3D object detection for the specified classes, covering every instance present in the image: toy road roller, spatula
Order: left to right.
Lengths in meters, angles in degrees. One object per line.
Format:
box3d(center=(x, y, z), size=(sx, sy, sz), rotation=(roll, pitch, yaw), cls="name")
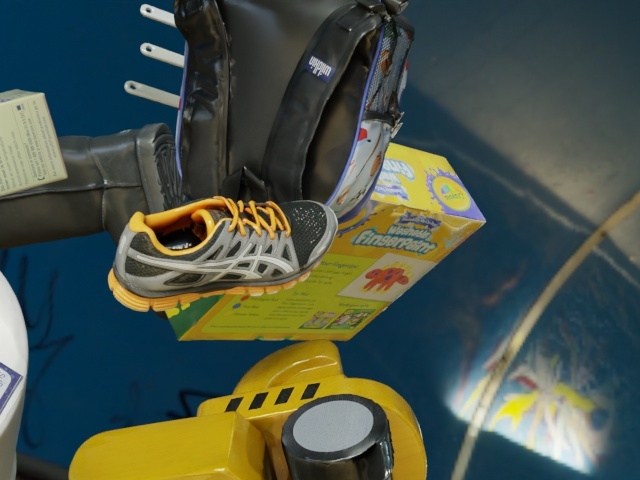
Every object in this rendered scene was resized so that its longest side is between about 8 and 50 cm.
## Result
box3d(center=(-0.124, -0.210, 1.246), size=(0.242, 0.168, 0.019), rotation=(16, -28, -19), cls="spatula")
box3d(center=(-0.063, 0.227, 0.936), size=(0.330, 0.240, 0.202), rotation=(-11, -64, 3), cls="toy road roller")

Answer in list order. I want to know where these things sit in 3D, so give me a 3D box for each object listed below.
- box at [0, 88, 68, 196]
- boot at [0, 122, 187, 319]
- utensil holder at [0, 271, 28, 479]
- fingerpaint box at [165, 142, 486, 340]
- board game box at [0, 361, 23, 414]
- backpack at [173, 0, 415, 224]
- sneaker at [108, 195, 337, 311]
box3d(center=(-0.489, -0.115, 1.293), size=(0.243, 0.117, 0.213), rotation=(-18, 17, -23), cls="box")
box3d(center=(-0.465, -0.015, 1.788), size=(0.445, 0.366, 0.146), rotation=(-6, 8, 14), cls="boot")
box3d(center=(-0.469, 0.184, 0.989), size=(0.328, 0.327, 0.385), rotation=(15, -34, -13), cls="utensil holder")
box3d(center=(0.000, 0.000, 1.613), size=(0.371, 0.163, 0.445), rotation=(-44, -29, 28), cls="fingerpaint box")
box3d(center=(-0.287, 0.122, 0.606), size=(0.136, 0.201, 0.035), rotation=(37, -61, -14), cls="board game box")
box3d(center=(-0.035, -0.144, 1.068), size=(0.277, 0.263, 0.213), rotation=(15, 0, 28), cls="backpack")
box3d(center=(-0.077, -0.001, 0.846), size=(0.215, 0.084, 0.083), rotation=(-16, -40, -27), cls="sneaker")
